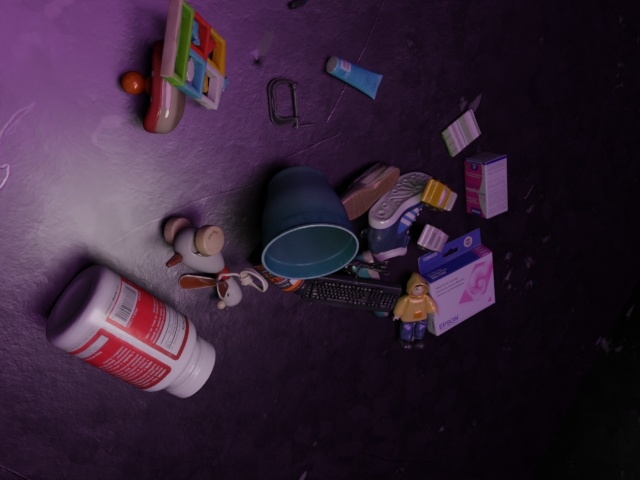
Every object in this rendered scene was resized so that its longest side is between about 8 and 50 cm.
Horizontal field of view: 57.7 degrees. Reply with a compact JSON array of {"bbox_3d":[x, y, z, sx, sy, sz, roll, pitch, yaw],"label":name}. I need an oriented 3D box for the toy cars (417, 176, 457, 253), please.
[{"bbox_3d":[0.412,-0.070,2.008,0.176,0.087,0.393,-46,148,-31],"label":"toy cars"}]

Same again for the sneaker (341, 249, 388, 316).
[{"bbox_3d":[0.152,0.161,2.005,0.121,0.108,0.302,-18,128,4],"label":"sneaker"}]

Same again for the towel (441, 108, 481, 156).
[{"bbox_3d":[0.505,-0.388,2.097,0.152,0.023,0.113,-39,120,-14],"label":"towel"}]

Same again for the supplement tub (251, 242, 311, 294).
[{"bbox_3d":[-0.115,0.091,1.800,0.198,0.106,0.106,42,81,-34],"label":"supplement tub"}]

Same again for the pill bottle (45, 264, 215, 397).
[{"bbox_3d":[-0.485,0.258,1.544,0.408,0.229,0.229,42,81,-34],"label":"pill bottle"}]

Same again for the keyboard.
[{"bbox_3d":[0.112,0.144,1.903,0.318,0.033,0.201,8,119,-9],"label":"keyboard"}]

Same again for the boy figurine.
[{"bbox_3d":[0.358,0.258,2.149,0.177,0.092,0.285,2,110,-8],"label":"boy figurine"}]

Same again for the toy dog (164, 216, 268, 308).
[{"bbox_3d":[-0.327,0.089,1.623,0.333,0.220,0.161,52,53,-23],"label":"toy dog"}]

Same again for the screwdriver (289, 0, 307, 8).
[{"bbox_3d":[-0.019,-0.701,1.661,0.170,0.024,0.025,-36,150,-20],"label":"screwdriver"}]

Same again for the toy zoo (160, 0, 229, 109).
[{"bbox_3d":[-0.302,-0.451,1.456,0.293,0.030,0.192,18,78,-74],"label":"toy zoo"}]

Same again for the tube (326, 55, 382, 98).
[{"bbox_3d":[0.110,-0.507,1.791,0.207,0.052,0.080,13,103,-40],"label":"tube"}]

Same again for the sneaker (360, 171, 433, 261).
[{"bbox_3d":[0.275,-0.069,2.007,0.323,0.130,0.236,-42,143,-30],"label":"sneaker"}]

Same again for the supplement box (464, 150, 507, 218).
[{"bbox_3d":[0.618,-0.208,2.168,0.114,0.111,0.219,-22,115,-25],"label":"supplement box"}]

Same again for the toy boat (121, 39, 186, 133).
[{"bbox_3d":[-0.422,-0.385,1.453,0.151,0.151,0.230,6,103,-3],"label":"toy boat"}]

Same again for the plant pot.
[{"bbox_3d":[-0.050,-0.065,1.674,0.272,0.255,0.271,-9,147,-6],"label":"plant pot"}]

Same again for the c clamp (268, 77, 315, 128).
[{"bbox_3d":[-0.090,-0.403,1.713,0.137,0.022,0.160,-19,116,-21],"label":"c clamp"}]

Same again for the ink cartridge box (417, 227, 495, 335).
[{"bbox_3d":[0.538,0.161,2.263,0.324,0.071,0.329,-24,118,-24],"label":"ink cartridge box"}]

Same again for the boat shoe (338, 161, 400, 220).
[{"bbox_3d":[0.133,-0.164,1.887,0.285,0.092,0.102,-38,141,-20],"label":"boat shoe"}]
